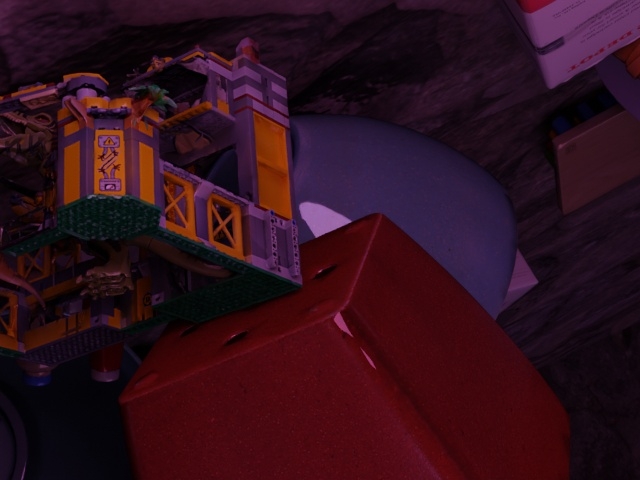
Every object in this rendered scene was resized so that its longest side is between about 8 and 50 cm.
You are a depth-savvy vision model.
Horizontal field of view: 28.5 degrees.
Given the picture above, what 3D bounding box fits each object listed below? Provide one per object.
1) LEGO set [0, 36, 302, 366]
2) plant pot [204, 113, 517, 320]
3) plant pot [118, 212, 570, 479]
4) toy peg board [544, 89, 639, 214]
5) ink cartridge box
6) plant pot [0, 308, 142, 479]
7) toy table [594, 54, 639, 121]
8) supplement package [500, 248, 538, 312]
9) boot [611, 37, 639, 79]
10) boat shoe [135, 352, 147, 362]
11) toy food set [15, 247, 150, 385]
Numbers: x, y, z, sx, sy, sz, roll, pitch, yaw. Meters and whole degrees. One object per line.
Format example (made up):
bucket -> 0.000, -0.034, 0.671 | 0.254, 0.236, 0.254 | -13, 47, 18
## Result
LEGO set -> -0.171, -0.048, 0.864 | 0.331, 0.192, 0.255 | -25, 150, 39
plant pot -> 0.000, 0.000, 1.113 | 0.290, 0.290, 0.195 | -36, 126, 23
plant pot -> 0.009, 0.139, 0.912 | 0.267, 0.236, 0.267 | -23, -164, 20
toy peg board -> 0.349, -0.136, 1.574 | 0.161, 0.079, 0.161 | -29, 148, -3
ink cartridge box -> 0.220, -0.236, 0.994 | 0.172, 0.100, 0.237 | -31, 162, 8
plant pot -> -0.315, 0.213, 1.205 | 0.293, 0.293, 0.196 | -15, -175, -38
toy table -> 0.416, -0.195, 1.245 | 0.161, 0.274, 0.252 | -36, 132, -13
supplement package -> 0.143, 0.007, 1.443 | 0.105, 0.179, 0.105 | -11, 156, -45
boot -> 0.340, -0.223, 1.124 | 0.197, 0.152, 0.073 | -34, 155, 14
boat shoe -> -0.220, 0.186, 1.523 | 0.285, 0.103, 0.092 | -7, 159, -37
toy food set -> -0.203, 0.064, 1.098 | 0.111, 0.105, 0.232 | 15, -163, 39
